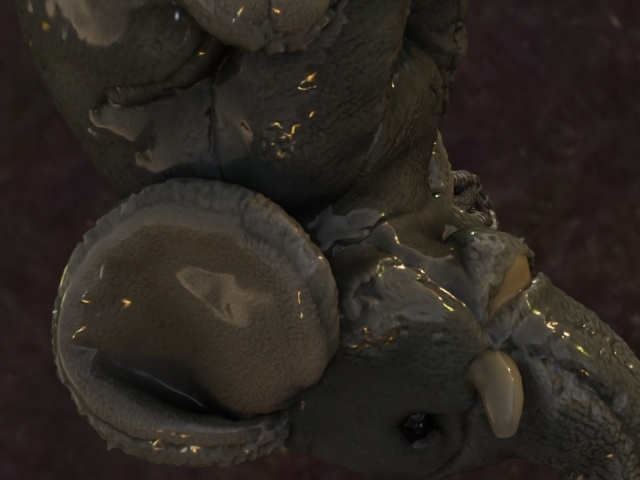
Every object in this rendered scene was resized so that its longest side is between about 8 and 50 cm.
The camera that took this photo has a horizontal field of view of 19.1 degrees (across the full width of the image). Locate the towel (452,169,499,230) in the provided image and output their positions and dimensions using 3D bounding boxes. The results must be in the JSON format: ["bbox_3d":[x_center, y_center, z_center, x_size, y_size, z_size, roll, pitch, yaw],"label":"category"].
[{"bbox_3d":[0.002,0.029,1.324,0.235,0.121,0.283,-13,1,12],"label":"towel"}]

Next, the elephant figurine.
[{"bbox_3d":[0.000,0.000,0.565,0.169,0.239,0.186,-14,17,-21],"label":"elephant figurine"}]
